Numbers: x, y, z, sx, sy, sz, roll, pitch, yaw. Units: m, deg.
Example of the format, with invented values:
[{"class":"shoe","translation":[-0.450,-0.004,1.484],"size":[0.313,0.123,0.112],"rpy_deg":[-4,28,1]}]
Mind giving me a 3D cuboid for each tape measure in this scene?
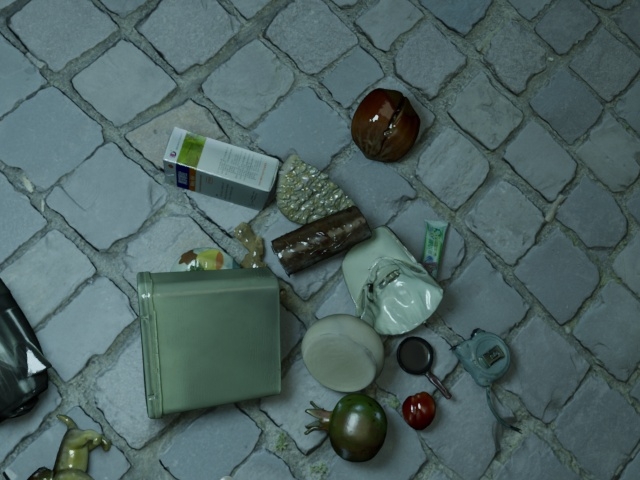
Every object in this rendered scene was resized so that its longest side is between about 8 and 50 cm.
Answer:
[{"class":"tape measure","translation":[0.536,0.414,1.836],"size":[0.164,0.084,0.330],"rpy_deg":[-36,84,-14]}]

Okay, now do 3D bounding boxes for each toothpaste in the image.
[{"class":"toothpaste","translation":[0.336,0.075,1.899],"size":[0.074,0.048,0.297],"rpy_deg":[10,72,4]}]

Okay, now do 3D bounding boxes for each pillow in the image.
[{"class":"pillow","translation":[-0.317,0.135,1.705],"size":[0.214,0.086,0.233],"rpy_deg":[28,84,-8]}]

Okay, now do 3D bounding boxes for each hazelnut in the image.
[{"class":"hazelnut","translation":[0.201,-0.348,1.904],"size":[0.212,0.181,0.181],"rpy_deg":[31,51,-14]}]

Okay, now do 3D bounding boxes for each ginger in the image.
[{"class":"ginger","translation":[-0.206,0.077,1.771],"size":[0.149,0.065,0.259],"rpy_deg":[-22,84,-14]}]

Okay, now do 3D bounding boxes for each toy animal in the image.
[{"class":"toy animal","translation":[-0.622,0.567,1.533],"size":[0.168,0.121,0.233],"rpy_deg":[17,70,4]}]

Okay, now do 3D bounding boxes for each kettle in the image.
[{"class":"kettle","translation":[-0.832,0.305,1.515],"size":[0.321,0.228,0.324],"rpy_deg":[-35,90,8]}]

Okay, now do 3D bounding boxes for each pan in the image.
[{"class":"pan","translation":[0.308,0.376,1.816],"size":[0.115,0.040,0.212],"rpy_deg":[-35,79,-19]}]

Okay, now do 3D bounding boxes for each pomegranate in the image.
[{"class":"pomegranate","translation":[0.067,0.498,1.674],"size":[0.224,0.181,0.181],"rpy_deg":[7,74,6]}]

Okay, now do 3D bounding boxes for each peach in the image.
[{"class":"peach","translation":[0.282,0.484,1.759],"size":[0.100,0.101,0.101],"rpy_deg":[3,76,-12]}]

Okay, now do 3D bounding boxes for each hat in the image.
[{"class":"hat","translation":[0.199,0.111,1.815],"size":[0.258,0.168,0.301],"rpy_deg":[-38,59,19]}]

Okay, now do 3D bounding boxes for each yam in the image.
[{"class":"yam","translation":[-0.001,-0.002,1.777],"size":[0.279,0.131,0.131],"rpy_deg":[-24,82,-7]}]

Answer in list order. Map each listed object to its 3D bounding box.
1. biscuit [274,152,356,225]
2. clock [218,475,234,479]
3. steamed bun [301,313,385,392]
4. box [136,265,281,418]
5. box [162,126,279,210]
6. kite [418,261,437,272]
[{"class":"biscuit","translation":[-0.039,-0.128,1.789],"size":[0.179,0.084,0.281],"rpy_deg":[-44,132,7]},{"class":"clock","translation":[-0.224,0.724,1.606],"size":[0.155,0.063,0.229],"rpy_deg":[-12,82,-18]},{"class":"steamed bun","translation":[0.068,0.296,1.708],"size":[0.232,0.232,0.145],"rpy_deg":[34,35,-2]},{"class":"box","translation":[-0.284,0.251,1.596],"size":[0.343,0.177,0.352],"rpy_deg":[-4,103,-15]},{"class":"box","translation":[-0.282,-0.194,1.747],"size":[0.299,0.200,0.106],"rpy_deg":[16,74,-8]},{"class":"kite","translation":[0.302,0.116,1.861],"size":[0.139,0.011,0.157],"rpy_deg":[-46,59,3]}]
